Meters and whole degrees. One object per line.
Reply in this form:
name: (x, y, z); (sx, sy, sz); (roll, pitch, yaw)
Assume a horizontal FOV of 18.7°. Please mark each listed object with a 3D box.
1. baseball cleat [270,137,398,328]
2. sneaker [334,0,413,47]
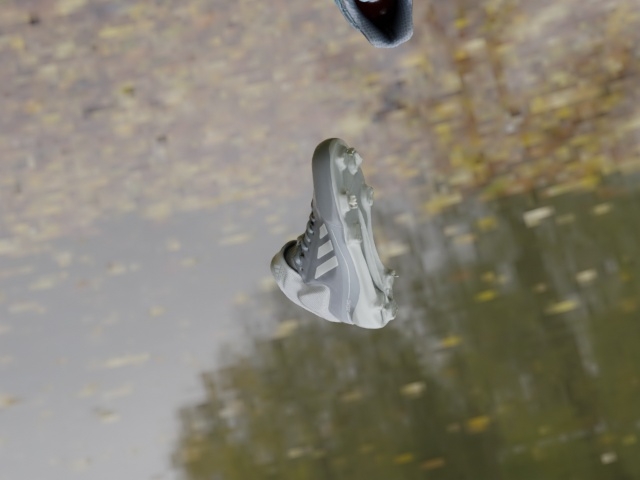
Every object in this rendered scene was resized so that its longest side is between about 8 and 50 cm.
baseball cleat: (0.000, 0.000, 1.640); (0.109, 0.072, 0.206); (2, 131, 22)
sneaker: (0.050, -0.290, 1.861); (0.104, 0.125, 0.262); (-21, 141, 0)
